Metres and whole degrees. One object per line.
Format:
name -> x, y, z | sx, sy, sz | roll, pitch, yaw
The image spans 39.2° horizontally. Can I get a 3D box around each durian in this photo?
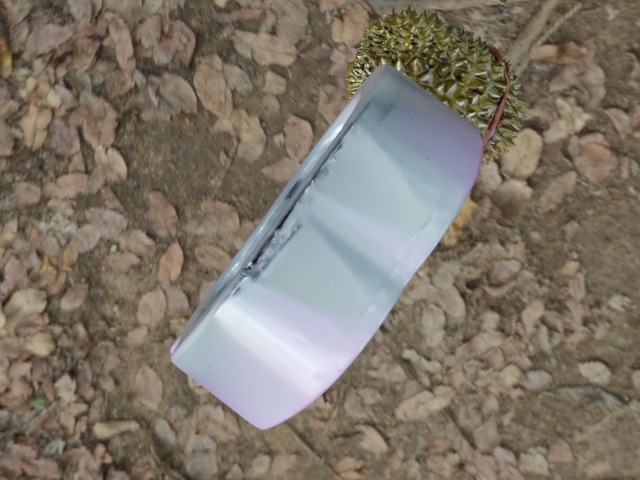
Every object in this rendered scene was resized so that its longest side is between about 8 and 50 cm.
durian -> 0.233, -0.288, 1.845 | 0.384, 0.347, 0.348 | 21, 107, 4

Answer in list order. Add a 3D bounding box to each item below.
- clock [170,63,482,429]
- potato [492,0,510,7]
clock -> 0.000, 0.000, 0.780 | 0.102, 0.338, 0.339 | 37, 101, -7
potato -> 0.189, -0.496, 1.238 | 0.300, 0.289, 0.237 | 28, 108, 1
